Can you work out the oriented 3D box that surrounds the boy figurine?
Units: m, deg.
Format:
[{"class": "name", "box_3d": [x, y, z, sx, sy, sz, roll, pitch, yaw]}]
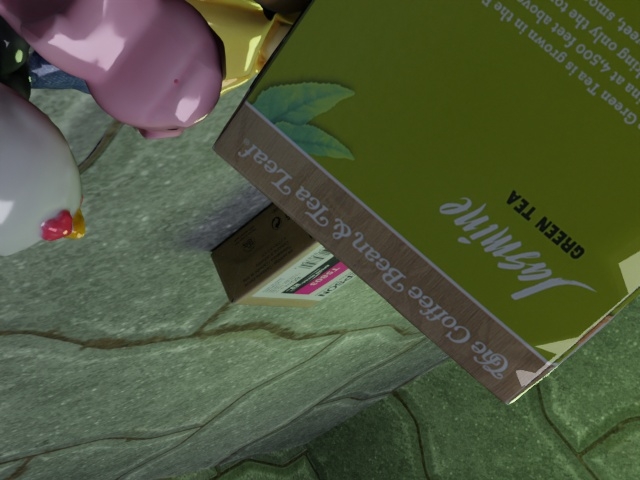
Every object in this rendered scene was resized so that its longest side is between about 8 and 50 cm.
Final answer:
[{"class": "boy figurine", "box_3d": [-0.103, -0.147, 0.552, 0.285, 0.092, 0.177, -8, 149, -31]}]

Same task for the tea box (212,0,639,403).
[{"class": "tea box", "box_3d": [0.158, -0.136, 0.460, 0.323, 0.220, 0.329, -50, 177, 26]}]

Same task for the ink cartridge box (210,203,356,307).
[{"class": "ink cartridge box", "box_3d": [0.000, 0.000, 1.003, 0.235, 0.088, 0.193, -37, 155, 24]}]

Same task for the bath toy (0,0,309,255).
[{"class": "bath toy", "box_3d": [-0.095, -0.126, 0.409, 0.348, 0.151, 0.129, -48, 157, 5]}]
